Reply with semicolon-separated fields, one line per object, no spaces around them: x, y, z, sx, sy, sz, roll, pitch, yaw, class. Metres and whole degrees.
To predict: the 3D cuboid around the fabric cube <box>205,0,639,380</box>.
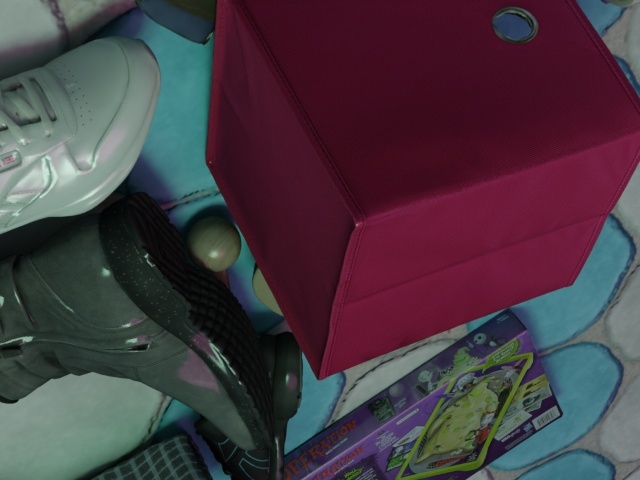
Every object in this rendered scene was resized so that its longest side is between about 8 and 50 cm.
0.073;-0.082;1.219;0.258;0.254;0.259;-18;152;-18;fabric cube

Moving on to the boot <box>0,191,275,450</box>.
-0.193;0.102;1.353;0.223;0.118;0.338;-21;130;12;boot

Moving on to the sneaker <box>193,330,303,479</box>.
-0.082;0.190;1.556;0.106;0.101;0.267;4;132;-7;sneaker

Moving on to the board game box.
0.118;0.242;1.756;0.347;0.056;0.208;-33;143;-3;board game box

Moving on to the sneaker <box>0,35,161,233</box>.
-0.260;-0.064;1.141;0.305;0.114;0.152;-36;154;0;sneaker

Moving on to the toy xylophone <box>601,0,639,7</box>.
0.349;-0.349;1.321;0.236;0.081;0.322;-13;134;-24;toy xylophone

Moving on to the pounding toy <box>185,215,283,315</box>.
0.000;0.000;1.426;0.237;0.110;0.183;-4;150;8;pounding toy

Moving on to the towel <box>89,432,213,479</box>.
-0.184;0.333;1.458;0.235;0.283;0.121;-28;121;-8;towel

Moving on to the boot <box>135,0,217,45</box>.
-0.133;-0.219;1.123;0.219;0.082;0.106;15;117;-44;boot
